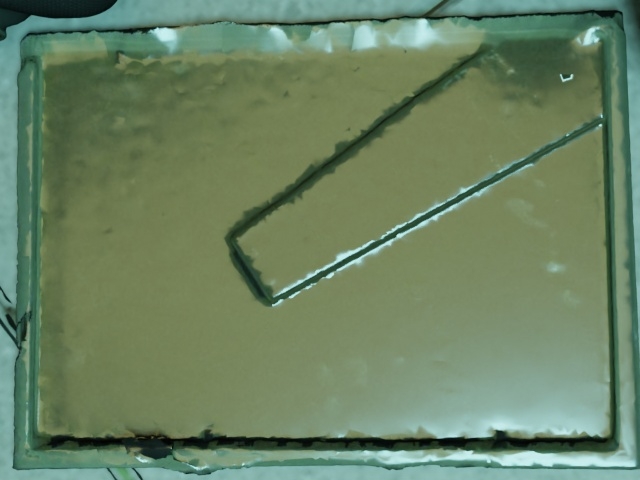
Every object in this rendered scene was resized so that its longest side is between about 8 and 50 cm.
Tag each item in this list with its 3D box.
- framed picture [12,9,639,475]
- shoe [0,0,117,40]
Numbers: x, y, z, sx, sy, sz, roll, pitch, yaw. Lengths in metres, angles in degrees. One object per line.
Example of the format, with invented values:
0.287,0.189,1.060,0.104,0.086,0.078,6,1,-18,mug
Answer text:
0.000,0.000,0.543,0.281,0.019,0.208,0,84,4,framed picture
-0.201,-0.111,0.537,0.228,0.099,0.112,16,92,9,shoe
